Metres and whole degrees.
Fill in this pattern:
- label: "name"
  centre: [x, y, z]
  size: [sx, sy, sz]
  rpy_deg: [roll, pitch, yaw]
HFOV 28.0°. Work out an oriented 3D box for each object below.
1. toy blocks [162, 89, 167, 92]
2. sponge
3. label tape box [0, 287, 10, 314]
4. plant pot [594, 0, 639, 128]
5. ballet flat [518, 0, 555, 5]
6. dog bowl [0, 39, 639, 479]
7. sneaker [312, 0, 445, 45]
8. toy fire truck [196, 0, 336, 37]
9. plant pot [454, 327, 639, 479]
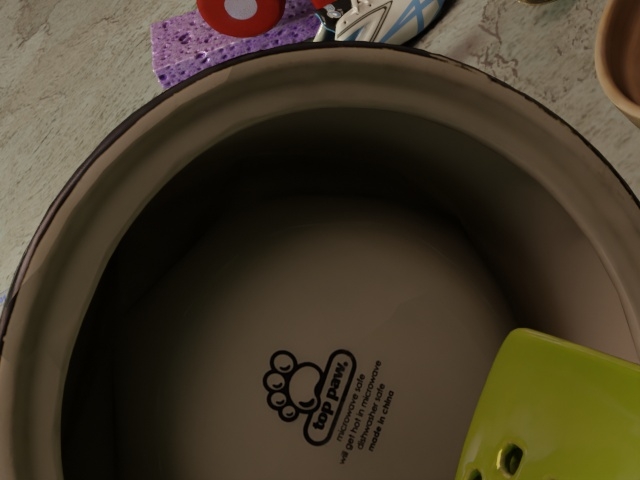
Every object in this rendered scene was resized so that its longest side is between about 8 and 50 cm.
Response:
- label: "toy blocks"
  centre: [-0.148, -0.162, 1.531]
  size: [0.148, 0.054, 0.123]
  rpy_deg: [-41, 32, 17]
- label: "sponge"
  centre: [-0.095, -0.247, 1.492]
  size: [0.210, 0.031, 0.117]
  rpy_deg: [-19, 36, 5]
- label: "label tape box"
  centre: [-0.273, 0.095, 1.375]
  size: [0.241, 0.106, 0.333]
  rpy_deg: [-29, 38, 32]
- label: "plant pot"
  centre: [0.311, -0.143, 0.852]
  size: [0.237, 0.110, 0.237]
  rpy_deg: [-33, 34, 26]
- label: "ballet flat"
  centre: [0.250, -0.289, 1.147]
  size: [0.206, 0.073, 0.067]
  rpy_deg: [-42, 6, 11]
- label: "dog bowl"
  centre: [0.011, 0.101, 0.738]
  size: [0.408, 0.408, 0.150]
  rpy_deg: [-61, 13, -15]
- label: "sneaker"
  centre: [0.053, -0.233, 1.310]
  size: [0.237, 0.086, 0.085]
  rpy_deg: [-46, 33, 7]
- label: "toy fire truck"
  centre: [-0.042, -0.372, 1.371]
  size: [0.302, 0.254, 0.169]
  rpy_deg: [-6, 45, 10]
- label: "plant pot"
  centre: [0.176, 0.194, 0.572]
  size: [0.228, 0.227, 0.207]
  rpy_deg: [20, 80, 58]
